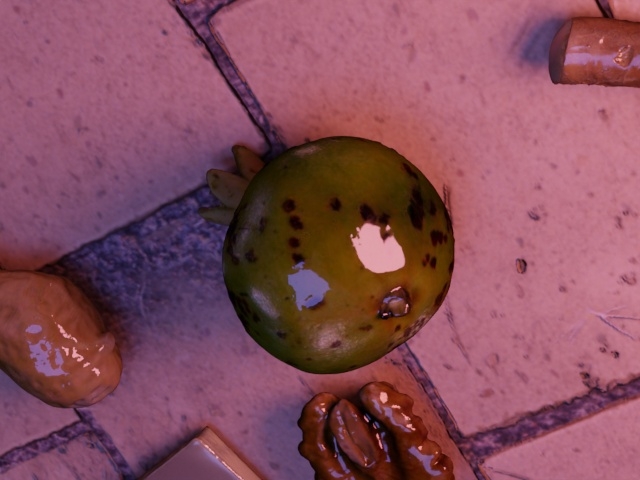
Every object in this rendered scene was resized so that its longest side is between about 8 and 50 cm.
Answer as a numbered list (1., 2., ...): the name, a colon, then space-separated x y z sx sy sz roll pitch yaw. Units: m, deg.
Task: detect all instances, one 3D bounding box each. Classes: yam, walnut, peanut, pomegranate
1. yam: 0.336 -0.148 1.607 0.300 0.066 0.066 2 119 13
2. walnut: 0.057 0.205 1.876 0.143 0.069 0.170 -13 113 23
3. peanut: -0.304 0.068 1.881 0.263 0.101 0.117 27 97 2
4. pomegranate: 0.000 0.000 1.721 0.263 0.211 0.211 39 133 42

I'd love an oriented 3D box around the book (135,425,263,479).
1. book: -0.154 0.373 2.042 0.260 0.043 0.371 45 120 -12
